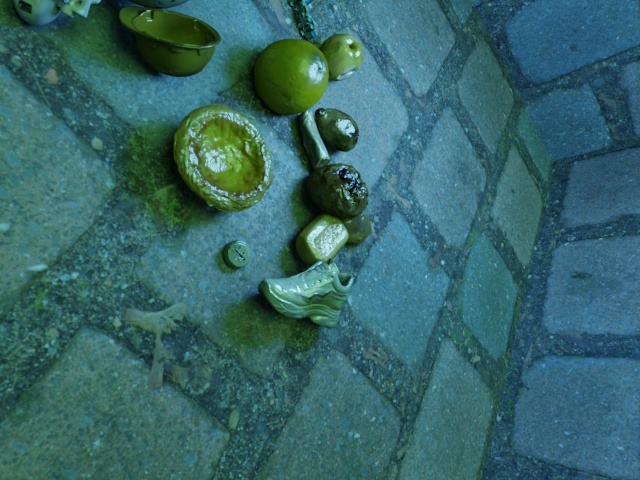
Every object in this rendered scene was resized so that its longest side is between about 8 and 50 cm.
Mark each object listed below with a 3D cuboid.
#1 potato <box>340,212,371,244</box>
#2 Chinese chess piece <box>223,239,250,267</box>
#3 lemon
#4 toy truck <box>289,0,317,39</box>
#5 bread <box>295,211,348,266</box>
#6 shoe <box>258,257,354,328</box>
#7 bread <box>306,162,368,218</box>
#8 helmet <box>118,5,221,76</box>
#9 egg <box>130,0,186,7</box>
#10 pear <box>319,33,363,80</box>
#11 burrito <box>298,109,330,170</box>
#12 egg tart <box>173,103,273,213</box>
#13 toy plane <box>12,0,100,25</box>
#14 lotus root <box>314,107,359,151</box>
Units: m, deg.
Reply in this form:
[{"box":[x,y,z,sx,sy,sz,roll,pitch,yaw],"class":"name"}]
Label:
[{"box":[0.124,-0.073,1.640,0.200,0.081,0.164,36,59,-35],"class":"potato"},{"box":[-0.249,0.041,1.304,0.084,0.034,0.084,9,77,-42],"class":"Chinese chess piece"},{"box":[-0.084,-0.546,1.442,0.240,0.219,0.241,12,74,-45],"class":"lemon"},{"box":[-0.052,-0.845,1.630,0.081,0.067,0.175,-32,104,-42],"class":"toy truck"},{"box":[0.000,0.000,1.496,0.147,0.098,0.217,57,45,-10],"class":"bread"},{"box":[-0.032,0.139,1.369,0.342,0.132,0.211,25,99,-41],"class":"shoe"},{"box":[0.068,-0.183,1.527,0.229,0.123,0.230,18,39,-15],"class":"bread"},{"box":[-0.409,-0.522,1.191,0.256,0.140,0.205,-1,48,-23],"class":"helmet"},{"box":[-0.423,-0.756,1.119,0.288,0.287,0.379,60,25,-16],"class":"egg"},{"box":[0.078,-0.694,1.654,0.178,0.178,0.178,10,76,-41],"class":"pear"},{"box":[-0.027,-0.355,1.554,0.060,0.087,0.226,-21,94,-37],"class":"burrito"},{"box":[-0.285,-0.227,1.260,0.318,0.128,0.319,7,80,-40],"class":"egg tart"},{"box":[-0.624,-0.613,1.000,0.244,0.117,0.245,-1,104,-4],"class":"toy plane"},{"box":[0.058,-0.418,1.613,0.214,0.138,0.138,36,60,-31],"class":"lotus root"}]
